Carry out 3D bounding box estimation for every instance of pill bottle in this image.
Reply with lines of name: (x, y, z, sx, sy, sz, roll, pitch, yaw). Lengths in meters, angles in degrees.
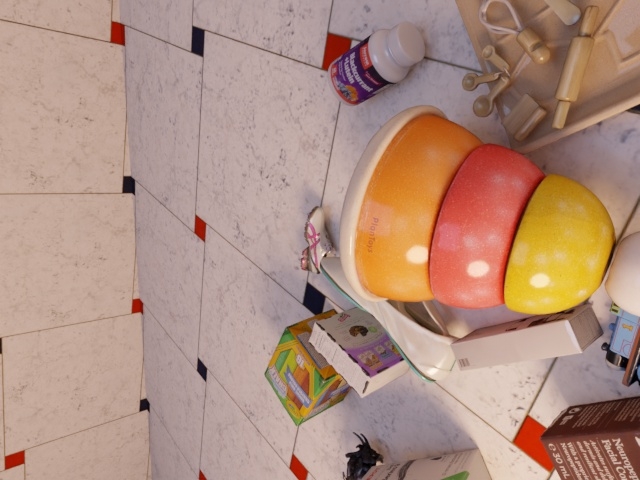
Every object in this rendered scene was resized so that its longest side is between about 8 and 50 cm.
pill bottle: (0.113, -0.361, 0.956, 0.194, 0.108, 0.108, -15, 90, 50)

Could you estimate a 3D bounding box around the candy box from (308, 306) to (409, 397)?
candy box: (0.098, 0.256, 1.116, 0.196, 0.165, 0.070, 40, 127, 36)

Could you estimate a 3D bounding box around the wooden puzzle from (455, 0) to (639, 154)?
wooden puzzle: (0.383, -0.342, 0.683, 0.322, 0.081, 0.347, -24, 78, 49)

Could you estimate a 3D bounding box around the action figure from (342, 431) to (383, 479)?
action figure: (0.133, 0.654, 1.226, 0.164, 0.141, 0.275, -29, 53, 57)

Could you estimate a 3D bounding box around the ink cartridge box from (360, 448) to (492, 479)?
ink cartridge box: (0.203, 0.569, 0.996, 0.289, 0.211, 0.121, -27, 81, 31)

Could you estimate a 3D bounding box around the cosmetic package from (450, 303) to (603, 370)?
cosmetic package: (0.362, 0.178, 0.843, 0.239, 0.099, 0.060, -30, 76, 48)

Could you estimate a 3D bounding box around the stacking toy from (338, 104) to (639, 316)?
stacking toy: (0.300, 0.005, 0.708, 0.480, 0.351, 0.350, 23, 118, 33)

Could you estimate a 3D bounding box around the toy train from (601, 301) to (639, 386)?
toy train: (0.491, 0.137, 0.700, 0.105, 0.080, 0.184, 30, 124, 51)

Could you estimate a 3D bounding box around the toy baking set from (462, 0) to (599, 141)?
toy baking set: (0.306, -0.283, 0.699, 0.197, 0.030, 0.256, 34, 122, 42)

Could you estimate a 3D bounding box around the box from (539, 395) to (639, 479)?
box: (0.541, 0.321, 0.649, 0.381, 0.143, 0.191, -36, 73, 46)

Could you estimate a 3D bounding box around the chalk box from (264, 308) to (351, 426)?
chalk box: (-0.023, 0.362, 1.276, 0.180, 0.179, 0.288, 48, 133, 29)

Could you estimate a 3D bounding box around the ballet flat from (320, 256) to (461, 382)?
ballet flat: (0.161, 0.133, 1.051, 0.400, 0.139, 0.139, 46, 132, 33)

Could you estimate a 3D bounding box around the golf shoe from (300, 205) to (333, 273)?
golf shoe: (0.000, 0.000, 1.241, 0.086, 0.067, 0.186, 13, 113, 18)
